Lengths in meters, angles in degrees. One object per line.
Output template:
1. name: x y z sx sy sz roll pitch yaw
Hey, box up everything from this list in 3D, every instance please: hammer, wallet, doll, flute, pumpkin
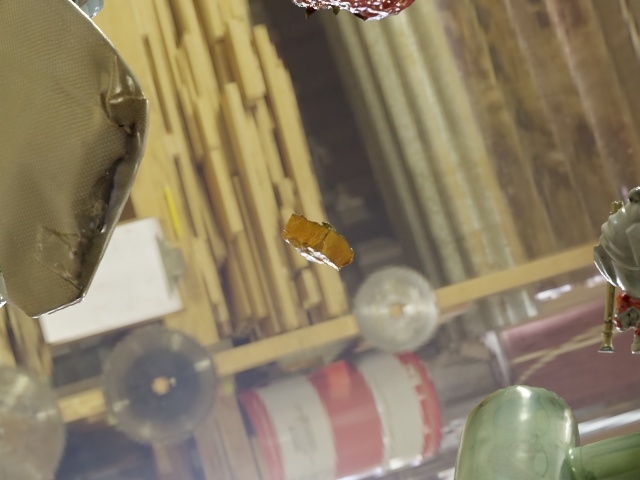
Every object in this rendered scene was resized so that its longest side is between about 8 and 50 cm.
1. hammer: 0.276 0.193 1.097 0.119 0.335 0.206 59 24 -25
2. wallet: -0.282 -0.094 1.160 0.275 0.068 0.335 39 -66 26
3. doll: 0.320 0.031 1.217 0.079 0.094 0.180 -68 148 -69
4. flute: 0.445 0.055 1.873 0.027 0.027 0.233 141 -44 -79
5. pumpkin: 0.000 0.000 1.616 0.074 0.054 0.083 21 -15 35

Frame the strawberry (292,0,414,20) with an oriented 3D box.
1. strawberry: 0.058 -0.465 1.802 0.277 0.257 0.257 123 -47 -57

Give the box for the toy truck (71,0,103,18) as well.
1. toy truck: -0.346 -0.353 1.511 0.162 0.136 0.305 43 -18 8

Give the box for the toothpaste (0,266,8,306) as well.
1. toothpaste: -0.256 -0.042 0.836 0.078 0.047 0.248 -71 151 -80
